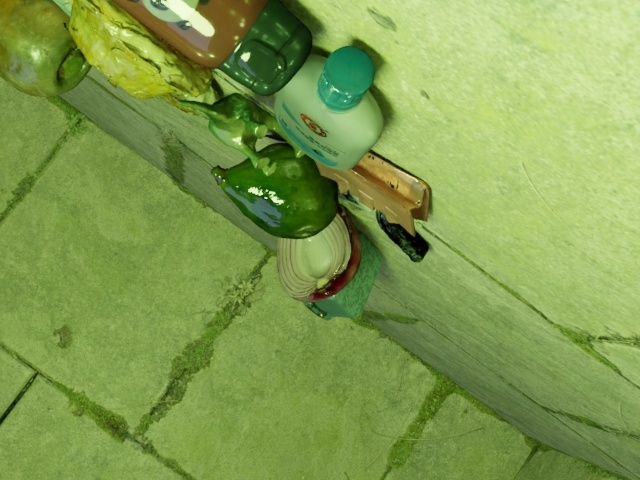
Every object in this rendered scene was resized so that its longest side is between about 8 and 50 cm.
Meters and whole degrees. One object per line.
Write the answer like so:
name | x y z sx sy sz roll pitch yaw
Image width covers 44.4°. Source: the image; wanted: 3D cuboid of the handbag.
handbag | 0.086 -0.099 1.340 0.212 0.059 0.157 34 170 17

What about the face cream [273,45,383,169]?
face cream | 0.014 -0.184 1.081 0.163 0.080 0.336 40 172 -3

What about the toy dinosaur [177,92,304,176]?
toy dinosaur | -0.166 -0.231 1.318 0.301 0.087 0.447 45 -172 24

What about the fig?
fig | -0.090 -0.092 1.484 0.244 0.196 0.195 -2 -170 -27

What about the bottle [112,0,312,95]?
bottle | -0.159 -0.307 0.925 0.336 0.144 0.144 35 172 -16

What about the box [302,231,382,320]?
box | 0.048 0.080 1.944 0.130 0.227 0.162 9 156 39

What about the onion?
onion | 0.000 0.000 1.831 0.120 0.227 0.284 18 -129 -52

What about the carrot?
carrot | -0.636 -0.458 1.635 0.340 0.224 0.224 37 172 9

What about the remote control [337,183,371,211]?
remote control | 0.024 -0.117 1.582 0.190 0.029 0.087 29 169 38

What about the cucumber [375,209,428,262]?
cucumber | 0.161 -0.015 1.555 0.181 0.053 0.053 45 167 -35

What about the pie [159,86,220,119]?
pie | -0.333 -0.346 1.554 0.339 0.077 0.339 33 170 6

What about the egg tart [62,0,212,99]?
egg tart | -0.291 -0.310 1.206 0.295 0.116 0.295 43 -168 -12

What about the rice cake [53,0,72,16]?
rice cake | -0.470 -0.458 1.396 0.336 0.063 0.066 42 172 9
